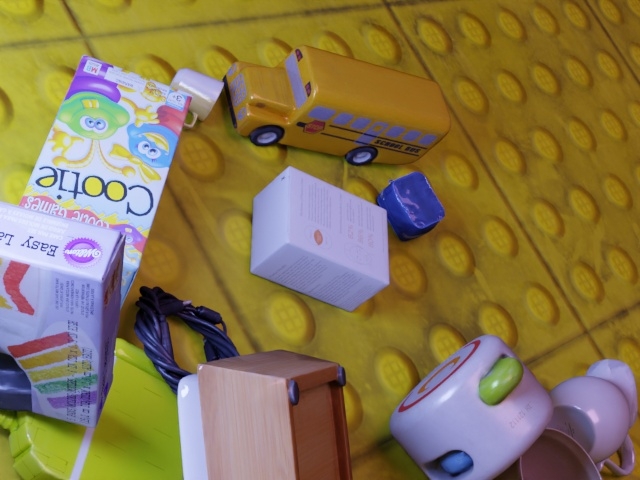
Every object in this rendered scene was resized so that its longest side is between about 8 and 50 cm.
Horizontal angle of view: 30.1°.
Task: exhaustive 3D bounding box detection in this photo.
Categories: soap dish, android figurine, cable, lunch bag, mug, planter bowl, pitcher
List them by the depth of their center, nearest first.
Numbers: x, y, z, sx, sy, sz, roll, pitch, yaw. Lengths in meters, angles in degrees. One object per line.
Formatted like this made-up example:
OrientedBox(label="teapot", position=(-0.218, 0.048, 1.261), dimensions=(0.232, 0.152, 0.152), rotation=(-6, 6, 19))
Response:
OrientedBox(label="soap dish", position=(-0.046, 0.233, 1.264), dimensions=(0.291, 0.118, 0.229), rotation=(10, 74, -76))
OrientedBox(label="android figurine", position=(-0.227, 0.215, 1.290), dimensions=(0.273, 0.056, 0.248), rotation=(29, 46, -23))
OrientedBox(label="cable", position=(-0.153, 0.119, 1.387), dimensions=(0.150, 0.047, 0.184), rotation=(40, 19, -24))
OrientedBox(label="planter bowl", position=(0.294, 0.349, 1.612), dimensions=(0.162, 0.109, 0.162), rotation=(22, 48, -27))
OrientedBox(label="mug", position=(-0.176, -0.201, 1.638), dimensions=(0.064, 0.062, 0.078), rotation=(29, 39, -12))
OrientedBox(label="pitcher", position=(0.412, 0.282, 1.770), dimensions=(0.207, 0.125, 0.178), rotation=(-14, 86, -58))
OrientedBox(label="lunch bag", position=(0.132, -0.052, 1.796), dimensions=(0.067, 0.065, 0.098), rotation=(-21, 76, -31))

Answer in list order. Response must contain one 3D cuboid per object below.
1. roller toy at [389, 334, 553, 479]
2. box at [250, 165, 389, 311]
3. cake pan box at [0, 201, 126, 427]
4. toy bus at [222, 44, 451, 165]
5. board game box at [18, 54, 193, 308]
OrientedBox(label="roller toy", position=(0.201, 0.232, 1.555), dimensions=(0.146, 0.191, 0.209), rotation=(49, 5, 0))
OrientedBox(label="box", position=(0.000, 0.000, 1.620), dimensions=(0.170, 0.091, 0.130), rotation=(23, 48, -28))
OrientedBox(label="cake pan box", position=(-0.316, 0.064, 1.123), dimensions=(0.246, 0.267, 0.070), rotation=(16, 50, -1))
OrientedBox(label="toy bus", position=(0.025, -0.198, 1.757), dimensions=(0.332, 0.130, 0.108), rotation=(9, 56, -37))
OrientedBox(label="board game box", position=(-0.260, -0.055, 1.372), dimensions=(0.142, 0.144, 0.275), rotation=(20, 48, -11))
